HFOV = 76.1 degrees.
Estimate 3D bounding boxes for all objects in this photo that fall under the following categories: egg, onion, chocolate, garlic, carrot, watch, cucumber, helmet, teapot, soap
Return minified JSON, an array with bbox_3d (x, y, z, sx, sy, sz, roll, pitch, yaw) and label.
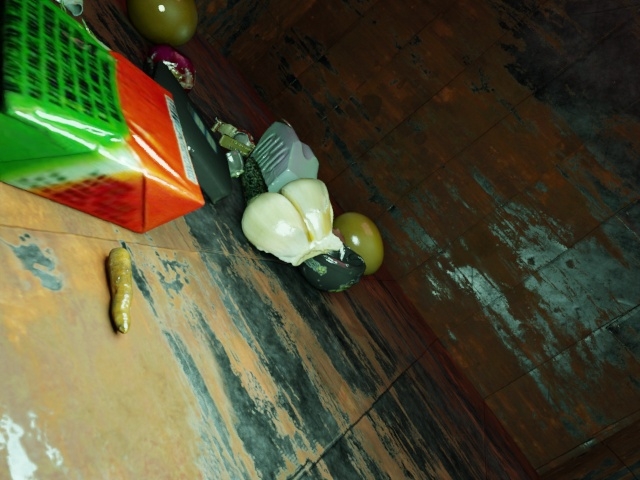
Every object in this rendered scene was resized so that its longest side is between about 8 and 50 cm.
[{"bbox_3d":[0.173,0.018,1.965,0.323,0.250,0.250,62,13,0],"label":"egg"},{"bbox_3d":[-0.575,-0.671,1.582,0.195,0.140,0.218,33,18,-37],"label":"onion"},{"bbox_3d":[-0.406,-0.209,0.716,0.341,0.161,0.360,32,28,-55],"label":"chocolate"},{"bbox_3d":[-0.089,-0.073,1.270,0.249,0.286,0.313,55,3,-46],"label":"garlic"},{"bbox_3d":[-0.302,0.074,0.620,0.035,0.035,0.165,36,22,-50],"label":"carrot"},{"bbox_3d":[-0.363,-0.413,1.636,0.165,0.102,0.268,44,12,15],"label":"watch"},{"bbox_3d":[-0.672,-0.985,1.755,0.283,0.282,0.351,49,11,-9],"label":"egg"},{"bbox_3d":[-0.248,-0.223,1.506,0.096,0.096,0.359,42,16,-37],"label":"cucumber"},{"bbox_3d":[0.011,0.081,1.411,0.278,0.161,0.230,31,17,23],"label":"helmet"},{"bbox_3d":[-0.309,-0.273,1.464,0.091,0.092,0.124,66,16,-12],"label":"teapot"},{"bbox_3d":[-0.163,-0.318,1.707,0.156,0.261,0.446,39,18,-35],"label":"soap"}]

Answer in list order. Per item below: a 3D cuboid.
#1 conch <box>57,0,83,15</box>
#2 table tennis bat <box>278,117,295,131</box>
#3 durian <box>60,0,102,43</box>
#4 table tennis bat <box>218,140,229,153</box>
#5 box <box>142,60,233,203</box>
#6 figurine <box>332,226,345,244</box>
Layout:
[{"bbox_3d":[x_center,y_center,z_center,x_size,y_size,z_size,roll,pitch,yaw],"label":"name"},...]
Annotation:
[{"bbox_3d":[-0.786,-0.863,1.198,0.319,0.215,0.303,52,23,7],"label":"conch"},{"bbox_3d":[-0.153,-0.501,1.786,0.087,0.013,0.156,44,-4,-28],"label":"table tennis bat"},{"bbox_3d":[-0.484,-0.336,0.926,0.375,0.106,0.132,74,-4,-59],"label":"durian"},{"bbox_3d":[-0.390,-0.360,1.578,0.220,0.019,0.130,51,11,-6],"label":"table tennis bat"},{"bbox_3d":[-0.376,-0.307,1.153,0.350,0.091,0.359,59,3,-40],"label":"box"},{"bbox_3d":[0.000,0.000,1.659,0.387,0.166,0.207,42,49,-44],"label":"figurine"}]
